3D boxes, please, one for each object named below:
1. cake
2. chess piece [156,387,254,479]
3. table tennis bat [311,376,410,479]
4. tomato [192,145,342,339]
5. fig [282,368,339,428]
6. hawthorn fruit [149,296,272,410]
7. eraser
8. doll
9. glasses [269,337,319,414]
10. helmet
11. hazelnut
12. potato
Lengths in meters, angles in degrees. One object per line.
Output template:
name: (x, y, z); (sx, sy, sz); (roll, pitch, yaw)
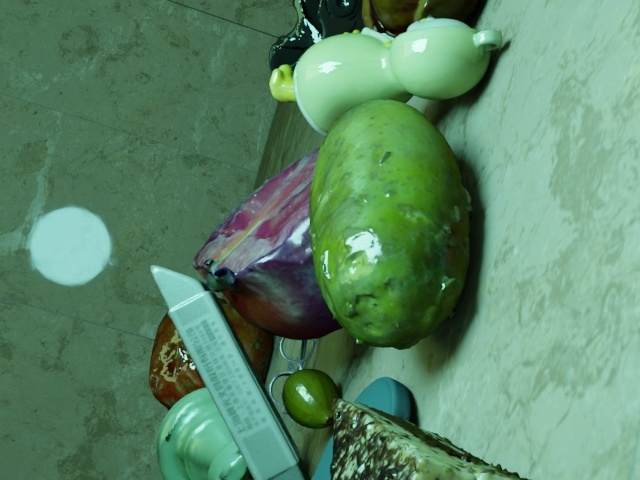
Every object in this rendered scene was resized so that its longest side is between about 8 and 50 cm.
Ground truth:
cake: (0.078, 0.158, 0.601); (0.135, 0.112, 0.246); (-57, 8, 22)
chess piece: (-0.128, 0.331, 1.260); (0.299, 0.194, 0.195); (0, 73, 69)
table tennis bat: (0.031, 0.235, 0.805); (0.215, 0.044, 0.329); (-62, 3, -4)
tomato: (0.004, 0.003, 1.067); (0.289, 0.176, 0.335); (-45, 15, -14)
fig: (-0.008, 0.207, 1.084); (0.088, 0.074, 0.074); (46, 122, 48)
hawthorn fruit: (-0.222, 0.237, 1.704); (0.262, 0.258, 0.258); (-47, -2, -26)
eraser: (-0.105, 0.178, 1.050); (0.352, 0.061, 0.089); (62, 176, 4)
doll: (0.074, -0.194, 0.952); (0.296, 0.141, 0.117); (-15, 72, 41)
glasses: (-0.036, 0.212, 1.339); (0.104, 0.062, 0.140); (74, -153, -67)
helmet: (0.042, -0.356, 1.408); (0.305, 0.177, 0.225); (-62, 19, 19)
hazelnut: (0.117, -0.319, 1.000); (0.170, 0.160, 0.202); (-107, 42, -70)
potato: (0.067, -0.024, 0.837); (0.176, 0.141, 0.298); (-37, 34, 33)
